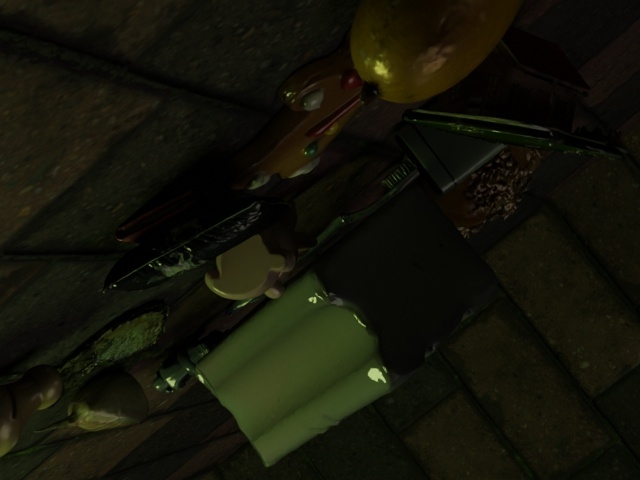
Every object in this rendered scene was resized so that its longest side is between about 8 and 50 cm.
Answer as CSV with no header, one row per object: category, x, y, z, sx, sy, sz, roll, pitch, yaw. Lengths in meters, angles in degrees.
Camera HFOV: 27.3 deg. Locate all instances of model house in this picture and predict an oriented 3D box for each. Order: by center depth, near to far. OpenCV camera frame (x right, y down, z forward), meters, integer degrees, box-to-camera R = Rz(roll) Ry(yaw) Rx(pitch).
model house,0.272,-0.200,1.715,0.294,0.207,0.154,7,92,-50

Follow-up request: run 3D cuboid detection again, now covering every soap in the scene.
soap,0.040,0.122,1.971,0.350,0.213,0.435,-37,179,-37

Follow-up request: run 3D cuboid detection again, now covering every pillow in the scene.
pillow,-0.138,0.002,1.469,0.208,0.055,0.141,-26,177,12

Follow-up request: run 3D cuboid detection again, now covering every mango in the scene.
mango,0.141,-0.253,1.329,0.317,0.119,0.176,-47,154,-17

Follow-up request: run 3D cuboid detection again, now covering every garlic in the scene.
garlic,-0.336,0.258,2.000,0.129,0.090,0.198,-27,175,11

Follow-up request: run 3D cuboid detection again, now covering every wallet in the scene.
wallet,-0.145,-0.025,1.554,0.119,0.025,0.232,-26,171,15

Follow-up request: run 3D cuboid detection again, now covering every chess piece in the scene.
chess piece,-0.443,0.246,1.591,0.307,0.124,0.138,-33,137,-37

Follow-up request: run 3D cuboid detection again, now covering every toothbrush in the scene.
toothbrush,0.000,0.000,2.106,0.413,0.042,0.035,-39,177,17

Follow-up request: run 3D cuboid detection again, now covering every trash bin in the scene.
trash bin,0.190,-0.146,1.892,0.130,0.116,0.059,-37,180,-6

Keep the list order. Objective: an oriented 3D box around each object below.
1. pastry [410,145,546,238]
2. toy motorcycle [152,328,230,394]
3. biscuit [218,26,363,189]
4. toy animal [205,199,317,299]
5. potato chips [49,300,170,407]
pastry,0.257,-0.106,2.147,0.255,0.162,0.311,-29,165,-30
toy motorcycle,-0.223,0.207,2.180,0.124,0.061,0.193,-36,179,-43
biscuit,0.023,-0.165,1.499,0.340,0.047,0.216,-44,168,33
toy animal,-0.078,0.019,1.770,0.124,0.124,0.212,-41,174,16
potato chips,-0.303,0.160,1.861,0.220,0.029,0.202,-38,168,-13
